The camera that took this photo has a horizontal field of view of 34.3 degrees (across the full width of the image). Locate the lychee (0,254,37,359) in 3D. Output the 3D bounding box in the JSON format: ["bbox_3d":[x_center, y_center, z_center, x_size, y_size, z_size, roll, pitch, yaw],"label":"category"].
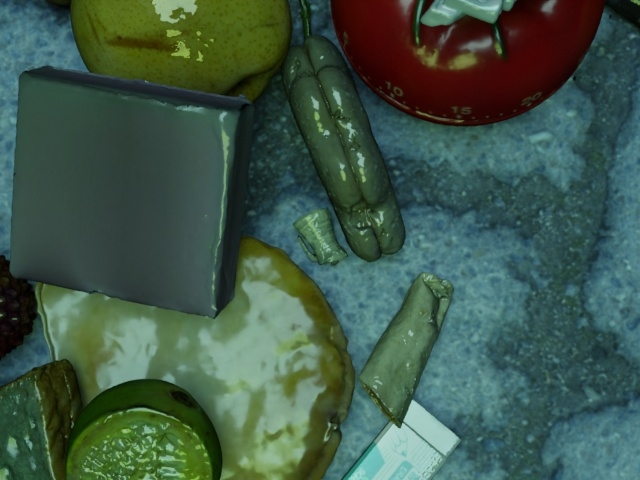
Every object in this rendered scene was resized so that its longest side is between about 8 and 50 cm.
[{"bbox_3d":[-0.526,0.087,1.426,0.271,0.271,0.271,0,80,2],"label":"lychee"}]

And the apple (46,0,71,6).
[{"bbox_3d":[-0.376,-0.404,1.565,0.099,0.102,0.114,38,91,20],"label":"apple"}]

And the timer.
[{"bbox_3d":[0.201,-0.346,1.441,0.378,0.279,0.378,0,78,2],"label":"timer"}]

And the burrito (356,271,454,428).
[{"bbox_3d":[0.120,0.145,1.455,0.087,0.060,0.226,28,67,2],"label":"burrito"}]

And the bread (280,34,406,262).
[{"bbox_3d":[0.028,-0.135,1.458,0.102,0.183,0.337,-21,83,5],"label":"bread"}]

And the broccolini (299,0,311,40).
[{"bbox_3d":[-0.022,-0.343,1.577,0.044,0.042,0.218,-14,87,-11],"label":"broccolini"}]

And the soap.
[{"bbox_3d":[-0.246,-0.065,1.343,0.296,0.107,0.285,12,110,7],"label":"soap"}]

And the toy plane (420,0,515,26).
[{"bbox_3d":[0.173,-0.359,1.242,0.267,0.122,0.266,3,60,-4],"label":"toy plane"}]

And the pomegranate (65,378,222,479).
[{"bbox_3d":[-0.213,0.288,1.319,0.190,0.159,0.240,-14,101,1],"label":"pomegranate"}]

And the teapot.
[{"bbox_3d":[0.000,0.000,1.506,0.067,0.057,0.083,-33,83,35],"label":"teapot"}]

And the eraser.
[{"bbox_3d":[0.089,0.334,1.443,0.095,0.052,0.225,40,84,8],"label":"eraser"}]

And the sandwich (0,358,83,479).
[{"bbox_3d":[-0.444,0.327,1.395,0.301,0.099,0.271,-18,80,20],"label":"sandwich"}]

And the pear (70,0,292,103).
[{"bbox_3d":[-0.195,-0.309,1.448,0.314,0.314,0.314,0,80,2],"label":"pear"}]

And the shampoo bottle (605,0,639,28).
[{"bbox_3d":[0.504,-0.337,1.539,0.208,0.057,0.063,34,76,5],"label":"shampoo bottle"}]

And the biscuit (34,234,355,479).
[{"bbox_3d":[-0.178,0.194,1.453,0.446,0.104,0.429,-17,81,2],"label":"biscuit"}]
